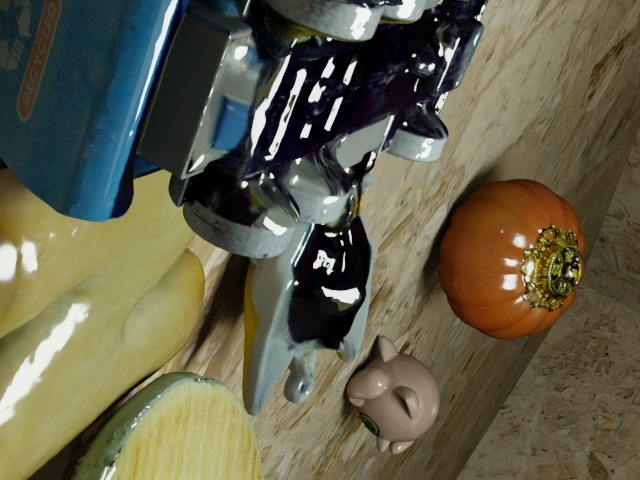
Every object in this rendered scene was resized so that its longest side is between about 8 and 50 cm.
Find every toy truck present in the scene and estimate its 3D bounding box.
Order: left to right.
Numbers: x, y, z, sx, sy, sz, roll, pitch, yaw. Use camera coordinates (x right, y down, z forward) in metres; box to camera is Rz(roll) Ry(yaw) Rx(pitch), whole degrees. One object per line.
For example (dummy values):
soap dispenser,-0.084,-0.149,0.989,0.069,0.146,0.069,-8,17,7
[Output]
toy truck,-0.026,-0.111,0.674,0.367,0.175,0.146,-28,145,-62

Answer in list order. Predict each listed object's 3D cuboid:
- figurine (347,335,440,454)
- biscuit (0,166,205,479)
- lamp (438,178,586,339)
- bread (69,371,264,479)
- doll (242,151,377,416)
figurine,0.097,0.208,1.696,0.125,0.125,0.138,-51,151,-31
biscuit,-0.144,0.034,0.767,0.291,0.062,0.237,-39,153,-54
lamp,0.262,0.026,1.737,0.223,0.196,0.223,-9,105,-36
bread,-0.111,0.217,0.885,0.267,0.040,0.267,5,90,-66
doll,-0.003,0.001,1.063,0.145,0.103,0.316,-63,166,-63
